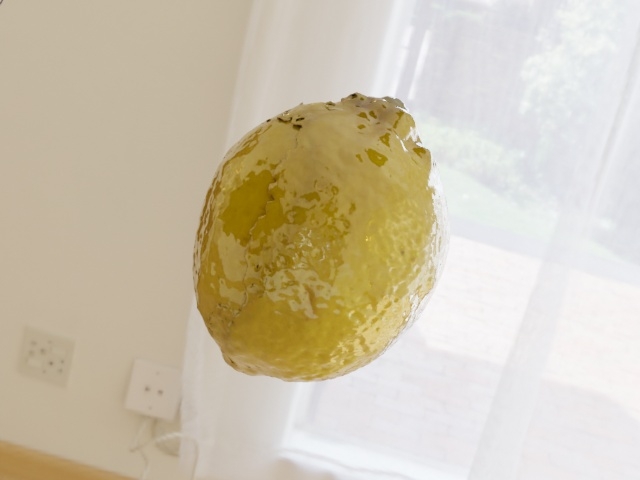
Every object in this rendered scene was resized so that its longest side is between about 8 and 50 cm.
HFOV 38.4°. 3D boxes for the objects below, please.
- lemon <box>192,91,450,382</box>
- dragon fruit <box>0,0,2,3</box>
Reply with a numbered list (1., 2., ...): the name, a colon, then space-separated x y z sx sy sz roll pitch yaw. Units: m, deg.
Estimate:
1. lemon: 0.000 0.000 0.749 0.204 0.260 0.204 28 6 -3
2. dragon fruit: -0.338 -0.147 0.524 0.263 0.314 0.296 31 41 -24
